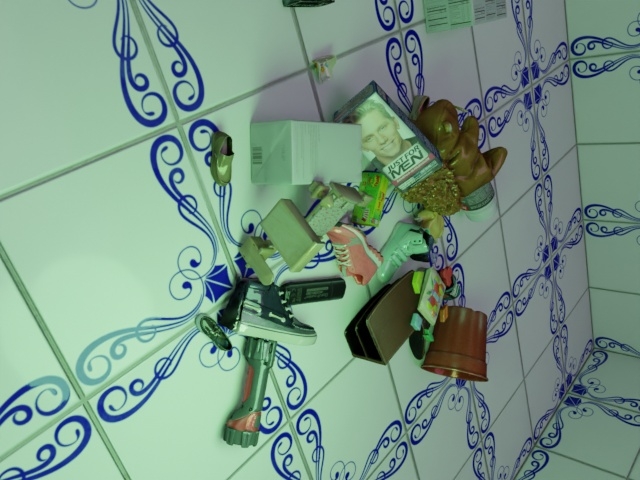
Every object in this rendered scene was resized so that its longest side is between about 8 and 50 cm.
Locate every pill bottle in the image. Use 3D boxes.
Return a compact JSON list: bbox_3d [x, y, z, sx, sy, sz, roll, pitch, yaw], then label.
[{"bbox_3d":[0.629,-0.217,2.348,0.161,0.161,0.283,-56,131,-25],"label":"pill bottle"}]

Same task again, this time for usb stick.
[{"bbox_3d":[-0.020,0.163,1.812,0.278,0.045,0.077,-1,104,-46],"label":"usb stick"}]

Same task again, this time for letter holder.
[{"bbox_3d":[0.224,0.253,2.004,0.302,0.152,0.214,-41,121,-35],"label":"letter holder"}]

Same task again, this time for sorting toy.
[{"bbox_3d":[0.012,-0.529,1.751,0.083,0.045,0.075,-37,128,-37],"label":"sorting toy"}]

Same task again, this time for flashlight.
[{"bbox_3d":[-0.205,0.431,1.624,0.103,0.103,0.303,11,82,-21],"label":"flashlight"}]

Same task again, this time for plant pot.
[{"bbox_3d":[0.568,0.421,2.323,0.272,0.273,0.264,30,66,-44],"label":"plant pot"}]

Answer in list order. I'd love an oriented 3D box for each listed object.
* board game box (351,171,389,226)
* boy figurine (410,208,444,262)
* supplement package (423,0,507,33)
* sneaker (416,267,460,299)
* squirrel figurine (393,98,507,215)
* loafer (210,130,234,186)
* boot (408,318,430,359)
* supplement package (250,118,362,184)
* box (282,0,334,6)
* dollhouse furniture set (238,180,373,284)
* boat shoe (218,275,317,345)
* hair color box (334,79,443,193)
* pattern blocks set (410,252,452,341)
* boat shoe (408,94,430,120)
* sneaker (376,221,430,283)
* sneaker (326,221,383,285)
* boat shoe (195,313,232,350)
[{"bbox_3d":[0.171,-0.141,1.932,0.043,0.092,0.181,20,81,-47],"label":"board game box"},{"bbox_3d":[0.422,-0.064,2.206,0.177,0.092,0.285,36,69,-42],"label":"boy figurine"},{"bbox_3d":[0.549,-0.890,2.138,0.262,0.204,0.145,-28,116,-40],"label":"supplement package"},{"bbox_3d":[0.514,0.189,2.314,0.302,0.121,0.108,23,79,-45],"label":"sneaker"},{"bbox_3d":[0.442,-0.299,2.044,0.396,0.281,0.370,-60,141,-11],"label":"squirrel figurine"},{"bbox_3d":[-0.260,-0.217,1.502,0.056,0.050,0.147,-15,106,-44],"label":"loafer"},{"bbox_3d":[0.414,0.365,2.265,0.106,0.082,0.219,-14,103,-42],"label":"boot"},{"bbox_3d":[-0.036,-0.252,1.639,0.293,0.175,0.177,-7,99,-45],"label":"supplement package"},{"bbox_3d":[-0.043,-0.775,1.629,0.147,0.078,0.180,-23,111,-42],"label":"box"},{"bbox_3d":[0.000,0.000,1.641,0.303,0.173,0.356,-47,154,24],"label":"dollhouse furniture set"},{"bbox_3d":[-0.123,0.206,1.645,0.341,0.127,0.158,19,87,-44],"label":"boat shoe"},{"bbox_3d":[0.221,-0.327,1.827,0.347,0.174,0.105,40,28,-25],"label":"hair color box"},{"bbox_3d":[0.412,0.203,2.070,0.285,0.026,0.324,37,59,-45],"label":"pattern blocks set"},{"bbox_3d":[0.373,-0.467,2.119,0.063,0.059,0.169,14,86,-46],"label":"boat shoe"},{"bbox_3d":[0.308,0.047,2.058,0.094,0.151,0.255,43,67,-43],"label":"sneaker"},{"bbox_3d":[0.100,0.048,1.869,0.314,0.116,0.136,43,67,-41],"label":"sneaker"},{"bbox_3d":[-0.288,0.253,1.547,0.049,0.040,0.142,-53,129,-27],"label":"boat shoe"}]
